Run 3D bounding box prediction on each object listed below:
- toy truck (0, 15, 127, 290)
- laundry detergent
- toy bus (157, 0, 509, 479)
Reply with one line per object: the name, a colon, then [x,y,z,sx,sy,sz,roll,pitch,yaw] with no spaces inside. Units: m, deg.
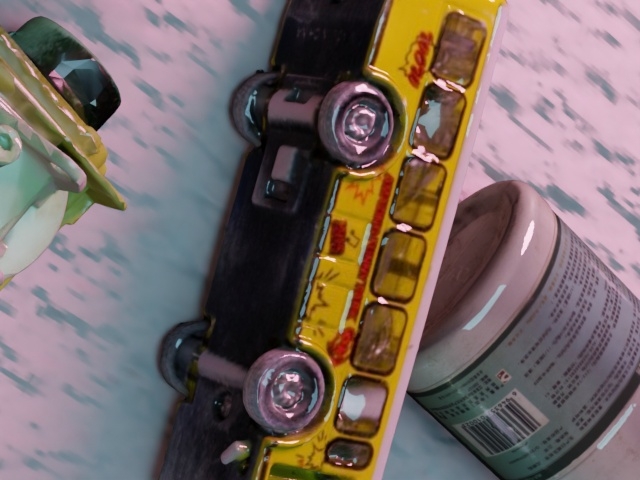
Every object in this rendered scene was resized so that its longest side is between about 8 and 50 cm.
toy truck: [-0.164,-0.081,0.624,0.128,0.135,0.259,-47,114,-15]
laundry detergent: [0.123,0.078,0.847,0.225,0.070,0.099,42,71,-27]
toy bus: [0.000,0.000,0.764,0.074,0.081,0.226,16,87,-35]
